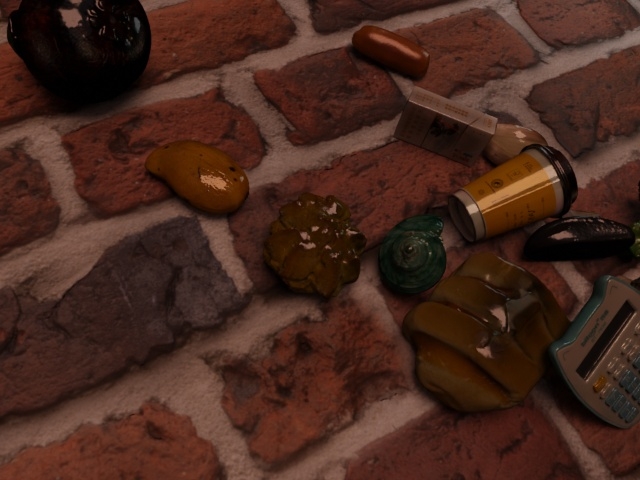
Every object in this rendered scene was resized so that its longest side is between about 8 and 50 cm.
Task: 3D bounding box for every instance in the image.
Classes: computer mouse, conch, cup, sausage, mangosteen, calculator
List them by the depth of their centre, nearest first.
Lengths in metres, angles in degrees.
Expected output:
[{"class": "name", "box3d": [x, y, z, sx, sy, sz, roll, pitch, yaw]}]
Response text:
[{"class": "calculator", "box3d": [0.630, 0.247, 1.236, 0.386, 0.054, 0.256, 39, 86, -25]}, {"class": "conch", "box3d": [0.210, 0.024, 1.325, 0.134, 0.202, 0.196, 18, 93, -10]}, {"class": "mangosteen", "box3d": [-0.566, -0.482, 1.400, 0.330, 0.330, 0.330, 5, 61, -8]}, {"class": "cup", "box3d": [0.466, -0.107, 1.437, 0.280, 0.196, 0.196, -25, 68, -5]}, {"class": "computer mouse", "box3d": [0.629, -0.010, 1.445, 0.270, 0.137, 0.086, -2, 67, -5]}, {"class": "sausage", "box3d": [0.205, -0.551, 1.693, 0.238, 0.098, 0.098, 23, 60, 1]}]

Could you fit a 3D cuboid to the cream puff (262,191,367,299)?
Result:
[{"class": "cream puff", "box3d": [-0.006, 0.010, 1.304, 0.244, 0.196, 0.244, 0, 90, -3]}]

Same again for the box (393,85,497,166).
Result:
[{"class": "box", "box3d": [0.325, -0.296, 1.542, 0.233, 0.149, 0.067, 22, 63, 2]}]

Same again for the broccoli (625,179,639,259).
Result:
[{"class": "broccoli", "box3d": [0.906, -0.052, 1.482, 0.297, 0.297, 0.297, -39, 70, 14]}]

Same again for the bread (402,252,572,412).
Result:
[{"class": "bread", "box3d": [0.349, 0.195, 1.244, 0.341, 0.210, 0.300, -32, 70, -24]}]

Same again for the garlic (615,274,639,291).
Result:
[{"class": "garlic", "box3d": [0.783, 0.136, 1.387, 0.219, 0.218, 0.212, -12, 36, -17]}]

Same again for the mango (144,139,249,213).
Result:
[{"class": "mango", "box3d": [-0.285, -0.157, 1.369, 0.262, 0.109, 0.157, 28, 64, 7]}]

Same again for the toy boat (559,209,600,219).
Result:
[{"class": "toy boat", "box3d": [0.690, -0.050, 1.552, 0.115, 0.016, 0.063, 9, 61, -5]}]

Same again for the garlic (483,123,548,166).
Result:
[{"class": "garlic", "box3d": [0.514, -0.260, 1.580, 0.207, 0.115, 0.128, 24, 66, 6]}]
